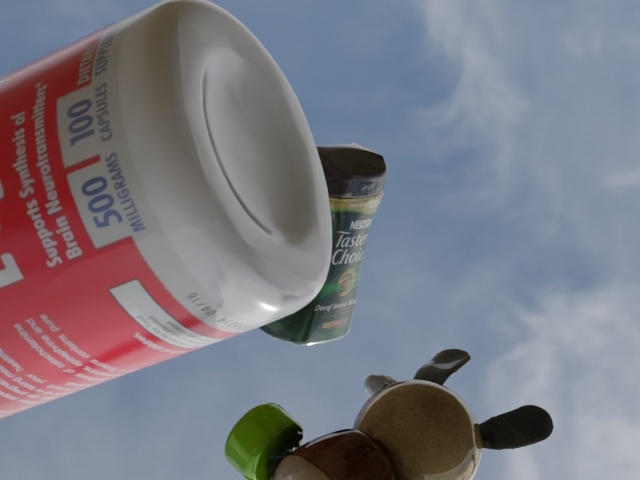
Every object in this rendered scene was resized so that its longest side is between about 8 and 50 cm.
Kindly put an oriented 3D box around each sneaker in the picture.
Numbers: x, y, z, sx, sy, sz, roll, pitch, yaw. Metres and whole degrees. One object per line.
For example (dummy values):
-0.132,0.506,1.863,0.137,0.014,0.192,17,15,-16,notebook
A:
0.100,0.184,1.727,0.098,0.069,0.038,29,-105,-4,sneaker

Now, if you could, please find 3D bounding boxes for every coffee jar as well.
0.000,0.000,1.366,0.079,0.184,0.096,27,-157,37,coffee jar

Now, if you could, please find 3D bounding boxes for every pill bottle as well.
-0.216,0.003,1.058,0.408,0.229,0.229,-21,-148,22,pill bottle

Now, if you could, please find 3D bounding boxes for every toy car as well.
0.058,0.151,0.995,0.188,0.149,0.155,-38,-123,-24,toy car
